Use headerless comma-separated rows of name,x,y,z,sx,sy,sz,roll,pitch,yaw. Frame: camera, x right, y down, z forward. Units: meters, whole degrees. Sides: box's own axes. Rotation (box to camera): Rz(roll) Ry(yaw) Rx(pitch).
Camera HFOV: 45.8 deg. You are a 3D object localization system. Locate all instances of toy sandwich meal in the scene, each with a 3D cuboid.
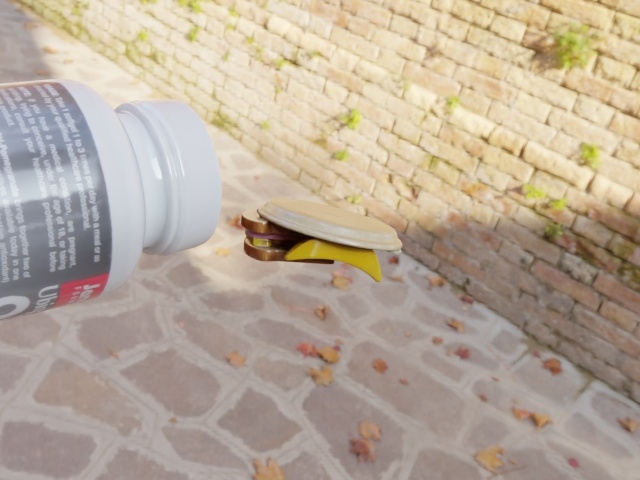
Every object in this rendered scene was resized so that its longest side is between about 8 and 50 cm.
toy sandwich meal,0.000,0.000,0.391,0.086,0.029,0.085,14,10,-2

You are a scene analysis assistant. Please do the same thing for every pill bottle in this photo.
pill bottle,-0.243,-0.028,0.567,0.318,0.176,0.176,-14,39,-35
